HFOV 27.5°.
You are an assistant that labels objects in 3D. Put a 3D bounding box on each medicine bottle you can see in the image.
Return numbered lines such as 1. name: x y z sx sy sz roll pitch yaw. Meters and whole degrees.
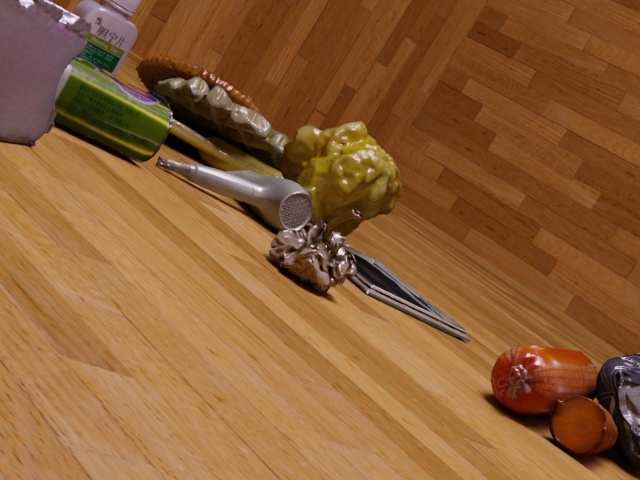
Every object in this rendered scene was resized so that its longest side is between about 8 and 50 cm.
1. medicine bottle: -0.385 -0.361 2.285 0.119 0.183 0.069 26 7 -46

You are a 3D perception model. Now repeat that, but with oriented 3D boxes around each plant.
1. plant: 0.000 0.000 1.619 0.104 0.122 0.116 7 30 -49

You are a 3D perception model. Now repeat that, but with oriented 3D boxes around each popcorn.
1. popcorn: 0.031 -0.095 2.035 0.198 0.198 0.155 25 38 -48

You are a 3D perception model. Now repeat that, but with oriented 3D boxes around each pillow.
1. pillow: 0.445 0.239 1.825 0.093 0.161 0.335 -10 -10 16

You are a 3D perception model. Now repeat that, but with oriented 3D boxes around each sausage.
1. sausage: 0.283 0.179 1.669 0.093 0.093 0.312 34 7 22

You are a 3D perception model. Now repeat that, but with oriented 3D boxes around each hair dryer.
1. hair dryer: -0.148 -0.088 1.928 0.237 0.075 0.206 18 6 -34

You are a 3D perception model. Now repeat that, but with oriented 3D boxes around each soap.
1. soap: -0.323 -0.179 1.248 0.302 0.159 0.258 24 6 -36

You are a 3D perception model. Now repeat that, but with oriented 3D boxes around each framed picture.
1. framed picture: 0.081 0.054 2.023 0.231 0.018 0.293 27 8 -38

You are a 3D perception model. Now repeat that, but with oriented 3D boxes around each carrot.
1. carrot: 0.339 0.240 1.628 0.072 0.072 0.205 34 0 26

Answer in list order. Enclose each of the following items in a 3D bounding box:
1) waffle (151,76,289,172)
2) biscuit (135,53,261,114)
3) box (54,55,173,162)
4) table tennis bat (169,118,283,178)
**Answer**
1. waffle: -0.158 -0.188 2.280 0.309 0.056 0.292 34 -11 -17
2. biscuit: -0.212 -0.257 2.348 0.254 0.035 0.254 25 -16 8
3. box: -0.356 -0.216 1.668 0.346 0.097 0.134 26 9 -40
4. table tennis bat: -0.212 -0.167 2.223 0.369 0.054 0.224 30 -1 11
